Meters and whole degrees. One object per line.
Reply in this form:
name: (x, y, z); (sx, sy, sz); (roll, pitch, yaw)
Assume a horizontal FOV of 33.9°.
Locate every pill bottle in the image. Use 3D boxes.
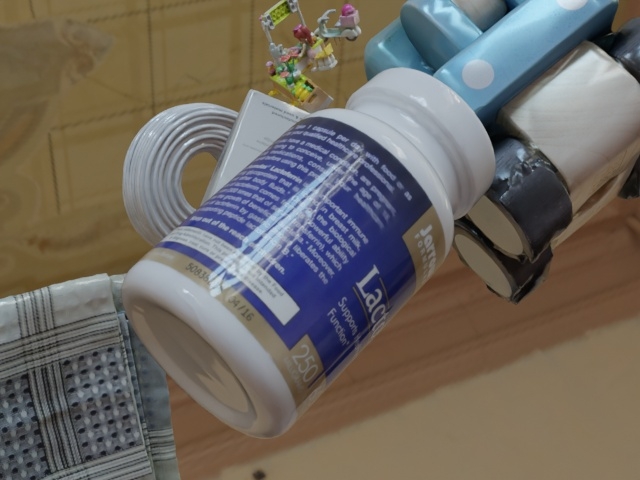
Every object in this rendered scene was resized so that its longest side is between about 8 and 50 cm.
pill bottle: (0.000, 0.000, 0.754); (0.264, 0.153, 0.153); (-45, -35, -25)

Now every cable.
cable: (-0.196, -0.097, 1.724); (0.257, 0.089, 0.257); (9, -86, -35)

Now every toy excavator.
toy excavator: (0.114, -0.206, 0.951); (0.222, 0.445, 0.433); (-41, -17, -8)

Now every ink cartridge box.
ink cartridge box: (-0.106, -0.012, 1.419); (0.129, 0.307, 0.223); (22, -20, -9)

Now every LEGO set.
LEGO set: (-0.034, -0.282, 1.542); (0.132, 0.287, 0.107); (-11, -60, 21)

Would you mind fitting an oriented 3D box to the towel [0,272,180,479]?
towel: (-0.317, 0.210, 1.186); (0.324, 0.056, 0.312); (-14, -81, -30)
